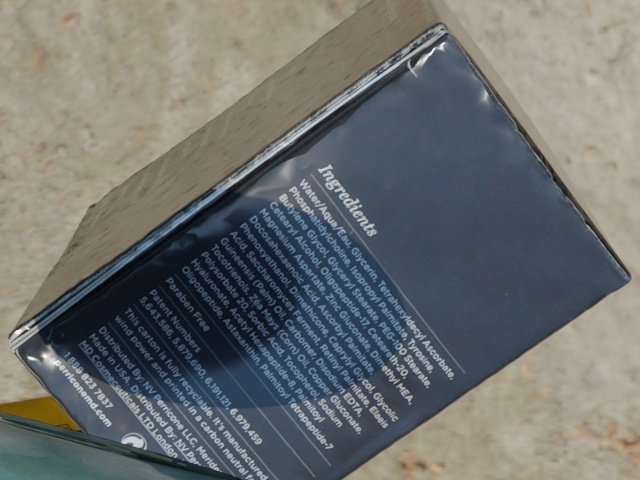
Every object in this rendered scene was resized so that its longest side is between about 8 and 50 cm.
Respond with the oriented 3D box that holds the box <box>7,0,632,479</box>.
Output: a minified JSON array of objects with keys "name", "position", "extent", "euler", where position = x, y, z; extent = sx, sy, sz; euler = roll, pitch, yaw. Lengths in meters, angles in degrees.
[{"name":"box","position":[0.000,0.000,1.550],"extent":[0.471,0.480,0.297],"euler":[-37,102,10]}]

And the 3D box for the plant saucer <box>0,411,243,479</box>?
[{"name":"plant saucer","position":[-0.178,0.152,1.063],"extent":[0.317,0.317,0.044],"euler":[18,82,-28]}]

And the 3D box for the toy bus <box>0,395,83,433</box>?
[{"name":"toy bus","position":[-0.362,0.250,1.763],"extent":[0.332,0.108,0.130],"euler":[-4,65,-52]}]
